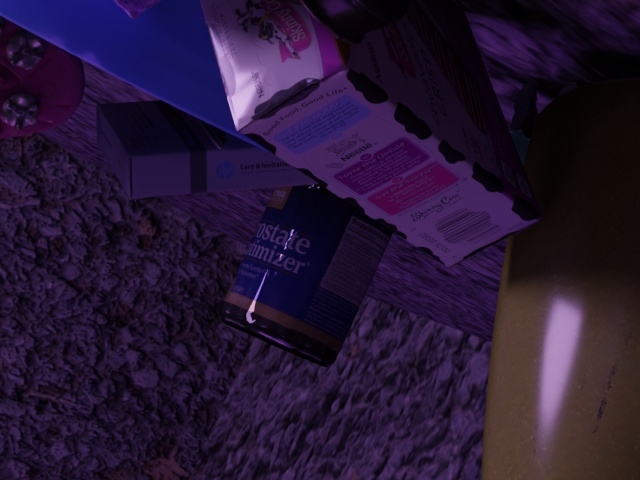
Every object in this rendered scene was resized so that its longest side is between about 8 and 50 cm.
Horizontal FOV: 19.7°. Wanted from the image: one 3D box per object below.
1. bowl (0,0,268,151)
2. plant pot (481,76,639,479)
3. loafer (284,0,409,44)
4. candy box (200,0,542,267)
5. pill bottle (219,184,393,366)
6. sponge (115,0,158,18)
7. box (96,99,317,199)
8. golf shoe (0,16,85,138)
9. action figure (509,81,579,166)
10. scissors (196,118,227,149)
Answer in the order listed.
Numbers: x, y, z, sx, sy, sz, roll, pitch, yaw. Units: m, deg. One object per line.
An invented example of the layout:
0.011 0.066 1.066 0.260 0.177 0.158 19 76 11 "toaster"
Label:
-0.134 -0.161 1.210 0.391 0.077 0.391 28 -175 -3 "bowl"
0.206 0.100 1.093 0.275 0.293 0.275 21 160 8 "plant pot"
-0.036 -0.147 0.894 0.080 0.078 0.220 31 -169 -44 "loafer"
0.025 -0.098 1.024 0.233 0.071 0.159 30 -143 -53 "candy box"
0.000 0.000 1.761 0.123 0.219 0.123 24 175 2 "pill bottle"
-0.154 -0.201 0.954 0.210 0.031 0.117 45 -171 -9 "sponge"
-0.068 -0.076 1.408 0.186 0.038 0.145 -4 -160 -15 "box"
-0.313 -0.157 1.292 0.306 0.115 0.140 15 -159 -10 "golf shoe"
0.230 -0.032 1.258 0.232 0.063 0.137 31 170 -28 "action figure"
-0.115 -0.132 1.447 0.109 0.021 0.297 22 -160 -8 "scissors"
